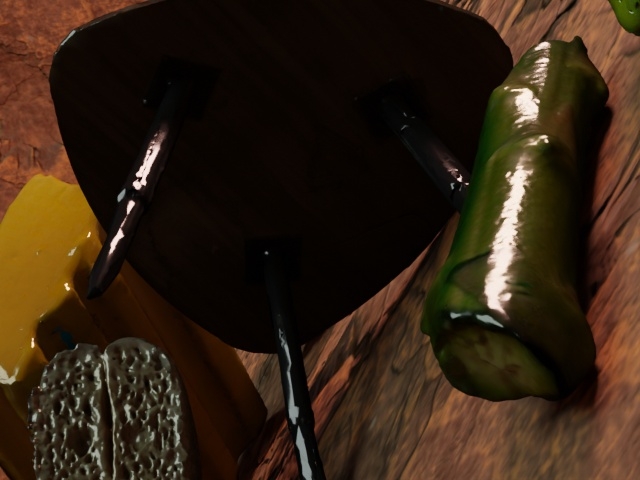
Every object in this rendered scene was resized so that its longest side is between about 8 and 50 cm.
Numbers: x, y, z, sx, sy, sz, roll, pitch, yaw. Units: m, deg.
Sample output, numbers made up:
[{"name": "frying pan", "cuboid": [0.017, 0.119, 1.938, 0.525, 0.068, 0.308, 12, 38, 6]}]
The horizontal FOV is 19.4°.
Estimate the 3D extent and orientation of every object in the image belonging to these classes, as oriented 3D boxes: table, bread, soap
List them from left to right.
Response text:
[{"name": "soap", "cuboid": [-0.159, 0.118, 1.437, 0.204, 0.096, 0.324, -64, -33, -33]}, {"name": "bread", "cuboid": [-0.116, 0.236, 1.216, 0.183, 0.102, 0.337, 75, -173, -59]}, {"name": "table", "cuboid": [0.000, 0.000, 1.199, 0.317, 0.317, 0.249, -56, 24, 28]}]

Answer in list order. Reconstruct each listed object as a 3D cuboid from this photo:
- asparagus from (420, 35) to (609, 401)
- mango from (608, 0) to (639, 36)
[{"name": "asparagus", "cuboid": [0.112, -0.017, 1.027, 0.085, 0.082, 0.343, -60, 8, 32]}, {"name": "mango", "cuboid": [0.191, -0.176, 1.092, 0.091, 0.074, 0.165, -46, 30, 38]}]
